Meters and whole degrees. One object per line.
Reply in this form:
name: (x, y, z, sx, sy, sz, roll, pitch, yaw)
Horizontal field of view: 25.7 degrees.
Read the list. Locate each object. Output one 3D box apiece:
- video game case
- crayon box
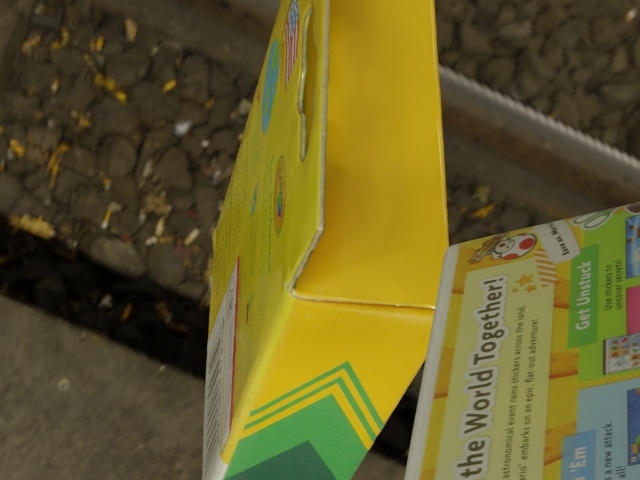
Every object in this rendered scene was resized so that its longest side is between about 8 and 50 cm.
video game case: (0.127, 0.049, 0.425, 0.227, 0.206, 0.026, -73, 144, -55)
crayon box: (0.000, 0.000, 0.752, 0.081, 0.318, 0.202, 6, 59, -10)
